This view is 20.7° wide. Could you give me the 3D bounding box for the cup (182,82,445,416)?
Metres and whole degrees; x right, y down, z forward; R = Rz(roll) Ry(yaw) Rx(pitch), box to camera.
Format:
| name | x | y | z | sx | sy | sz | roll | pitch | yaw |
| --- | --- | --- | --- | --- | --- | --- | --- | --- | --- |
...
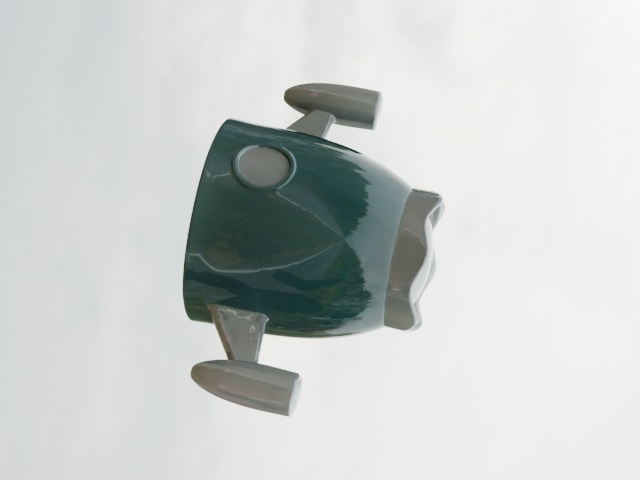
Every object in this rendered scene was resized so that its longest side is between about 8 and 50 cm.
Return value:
| name | x | y | z | sx | sy | sz | roll | pitch | yaw |
| --- | --- | --- | --- | --- | --- | --- | --- | --- | --- |
| cup | 0.000 | 0.000 | 1.313 | 0.167 | 0.173 | 0.300 | 89 | 15 | -55 |
